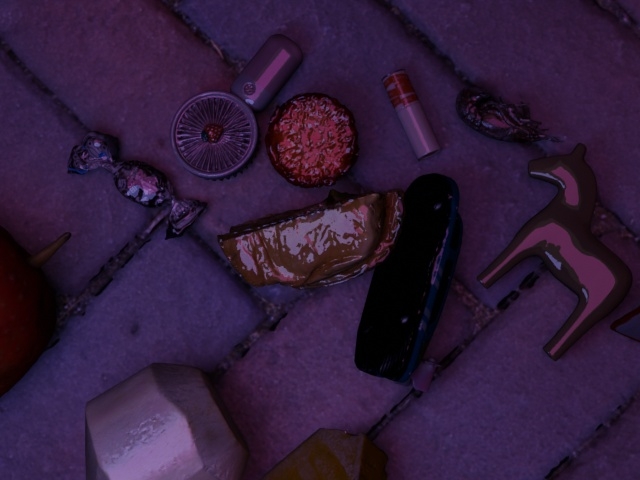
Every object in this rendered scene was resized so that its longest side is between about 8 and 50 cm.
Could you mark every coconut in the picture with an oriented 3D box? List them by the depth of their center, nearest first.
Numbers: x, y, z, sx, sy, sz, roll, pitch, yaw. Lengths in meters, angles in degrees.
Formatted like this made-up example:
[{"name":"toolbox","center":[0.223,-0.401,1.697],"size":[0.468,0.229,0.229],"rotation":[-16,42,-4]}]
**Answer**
[{"name":"coconut","center":[-0.225,0.291,1.822],"size":[0.241,0.241,0.241],"rotation":[-1,84,7]}]

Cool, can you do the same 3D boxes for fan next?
[{"name":"fan","center":[-0.117,-0.197,1.926],"size":[0.130,0.074,0.244],"rotation":[37,88,10]}]

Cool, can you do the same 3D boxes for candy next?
[{"name":"candy","center":[-0.273,-0.082,1.949],"size":[0.226,0.051,0.094],"rotation":[30,99,11]}]

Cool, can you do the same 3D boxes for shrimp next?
[{"name":"shrimp","center":[0.270,-0.172,1.883],"size":[0.165,0.056,0.065],"rotation":[18,80,6]}]

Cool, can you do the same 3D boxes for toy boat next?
[{"name":"toy boat","center":[0.147,0.058,1.860],"size":[0.092,0.134,0.299],"rotation":[21,84,-28]}]

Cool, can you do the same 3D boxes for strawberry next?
[{"name":"strawberry","center":[-0.009,-0.142,1.898],"size":[0.145,0.086,0.145],"rotation":[0,84,-1]}]

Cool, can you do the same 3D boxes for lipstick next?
[{"name":"lipstick","center":[0.132,-0.182,1.910],"size":[0.038,0.038,0.130],"rotation":[-24,82,4]}]

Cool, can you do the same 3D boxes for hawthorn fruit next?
[{"name":"hawthorn fruit","center":[-0.489,0.082,1.847],"size":[0.330,0.287,0.287],"rotation":[-33,81,-9]}]

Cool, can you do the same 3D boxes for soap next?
[{"name":"soap","center":[-0.014,0.373,1.821],"size":[0.257,0.080,0.160],"rotation":[-42,48,2]}]

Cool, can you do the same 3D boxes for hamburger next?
[{"name":"hamburger","center":[0.000,0.000,1.867],"size":[0.262,0.124,0.131],"rotation":[-15,98,17]}]

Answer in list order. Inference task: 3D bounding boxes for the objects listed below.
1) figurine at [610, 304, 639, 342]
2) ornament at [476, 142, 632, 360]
[{"name":"figurine","center":[0.521,0.032,1.783],"size":[0.160,0.183,0.226],"rotation":[23,75,0]},{"name":"ornament","center":[0.338,0.006,1.852],"size":[0.245,0.061,0.230],"rotation":[-45,81,3]}]
